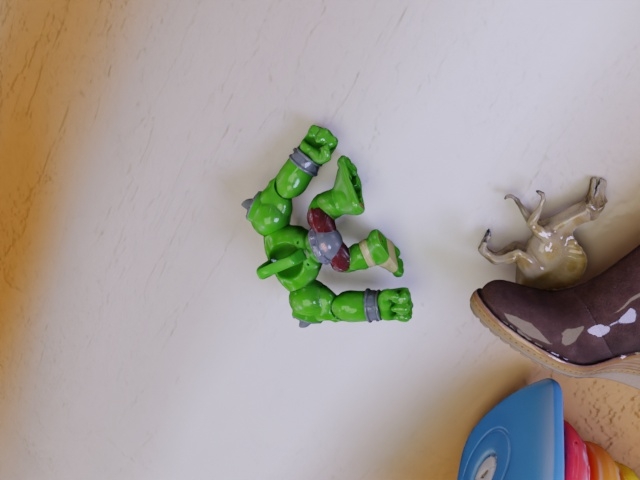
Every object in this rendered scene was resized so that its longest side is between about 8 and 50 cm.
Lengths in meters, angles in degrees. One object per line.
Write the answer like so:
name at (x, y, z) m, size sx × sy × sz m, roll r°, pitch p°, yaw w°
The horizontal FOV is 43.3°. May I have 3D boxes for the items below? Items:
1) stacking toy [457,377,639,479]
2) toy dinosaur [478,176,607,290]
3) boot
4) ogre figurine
stacking toy at (0.283, 0.284, 0.766) m, size 0.302 × 0.166 × 0.175 m, roll 27°, pitch 130°, yaw -7°
toy dinosaur at (0.189, 0.019, 0.728) m, size 0.092 × 0.053 × 0.183 m, roll 27°, pitch 120°, yaw 9°
boot at (0.272, 0.022, 0.669) m, size 0.248 × 0.090 × 0.207 m, roll 20°, pitch 111°, yaw -2°
ogre figurine at (0.000, 0.000, 0.777) m, size 0.118 × 0.097 × 0.197 m, roll -24°, pitch 113°, yaw 18°
